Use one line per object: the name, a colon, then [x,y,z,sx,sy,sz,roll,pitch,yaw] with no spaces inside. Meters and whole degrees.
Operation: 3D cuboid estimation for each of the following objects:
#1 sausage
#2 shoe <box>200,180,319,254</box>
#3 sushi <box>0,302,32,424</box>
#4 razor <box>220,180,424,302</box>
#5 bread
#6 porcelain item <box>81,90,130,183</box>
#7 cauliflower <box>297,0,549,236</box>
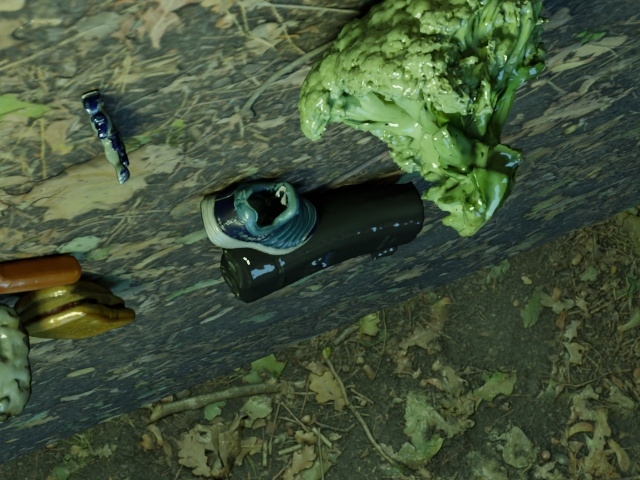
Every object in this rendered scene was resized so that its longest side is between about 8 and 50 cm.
sausage: [-0.387,0.046,1.296,0.131,0.041,0.039,-8,158,-43]
shoe: [-0.068,-0.037,1.349,0.106,0.091,0.207,-24,164,35]
sushi: [-0.543,0.170,1.292,0.343,0.196,0.182,-4,177,-38]
razor: [0.000,-0.004,1.545,0.327,0.107,0.189,-18,166,-17]
bread: [-0.375,0.109,1.482,0.116,0.077,0.200,-25,168,9]
porcelain item: [-0.209,-0.091,0.967,0.021,0.075,0.136,-19,167,-6]
cauliflower: [0.127,-0.131,0.958,0.275,0.250,0.272,-13,167,-47]
